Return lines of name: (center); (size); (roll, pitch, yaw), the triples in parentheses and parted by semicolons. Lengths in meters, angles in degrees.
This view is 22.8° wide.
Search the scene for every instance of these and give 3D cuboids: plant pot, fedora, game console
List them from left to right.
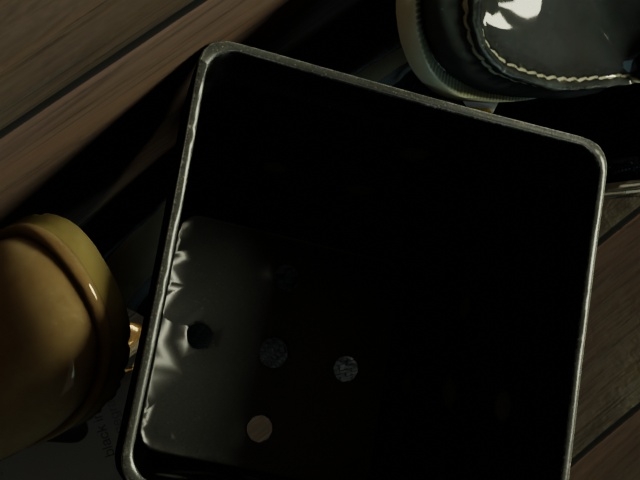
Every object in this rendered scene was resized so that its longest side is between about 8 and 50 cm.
plant pot: (0.000, 0.040, 0.728); (0.167, 0.187, 0.188); (151, -49, -69)
fedora: (0.000, 0.000, 0.945); (0.334, 0.152, 0.334); (-38, 176, -3)
game console: (0.213, -0.102, 0.911); (0.213, 0.044, 0.361); (-11, -166, 16)

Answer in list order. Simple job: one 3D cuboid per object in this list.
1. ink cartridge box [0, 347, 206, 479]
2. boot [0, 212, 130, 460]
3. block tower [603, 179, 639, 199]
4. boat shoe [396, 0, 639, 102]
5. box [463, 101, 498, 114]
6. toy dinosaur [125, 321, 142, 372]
ink cartridge box: (-0.163, 0.195, 0.849); (0.272, 0.197, 0.114); (-16, 169, -17)
boot: (-0.223, 0.110, 0.634); (0.269, 0.089, 0.236); (-33, 174, -45)
block tower: (0.317, -0.108, 1.290); (0.097, 0.091, 0.335); (-5, 172, -25)
boat shoe: (0.186, -0.133, 0.732); (0.340, 0.127, 0.113); (-14, -160, -39)
box: (0.153, -0.090, 1.248); (0.114, 0.103, 0.203); (9, -155, 38)
toy dinosaur: (-0.173, 0.092, 1.336); (0.211, 0.064, 0.112); (-26, -170, -27)
